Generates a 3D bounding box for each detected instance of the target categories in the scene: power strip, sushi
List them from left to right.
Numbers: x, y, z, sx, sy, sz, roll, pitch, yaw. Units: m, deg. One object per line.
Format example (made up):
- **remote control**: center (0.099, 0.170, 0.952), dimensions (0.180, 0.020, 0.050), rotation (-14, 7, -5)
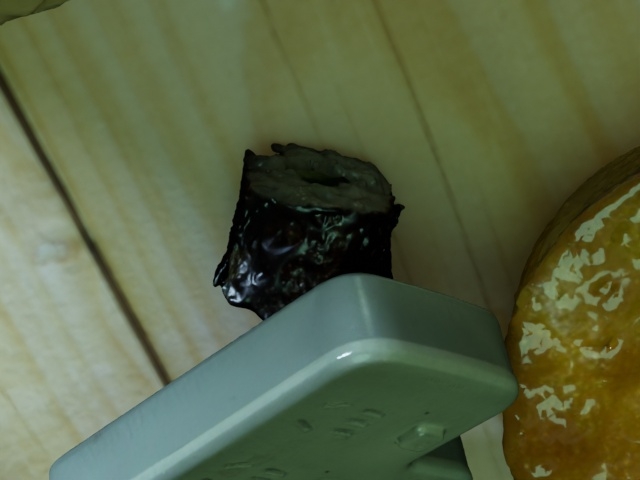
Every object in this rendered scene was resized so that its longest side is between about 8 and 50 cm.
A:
- **sushi**: center (-0.002, 0.000, 0.726), dimensions (0.098, 0.094, 0.084), rotation (14, 109, -1)
- **power strip**: center (-0.002, 0.113, 0.743), dimensions (0.194, 0.059, 0.265), rotation (17, 139, -40)

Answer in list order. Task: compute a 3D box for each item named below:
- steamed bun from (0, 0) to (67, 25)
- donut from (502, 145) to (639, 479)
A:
- **steamed bun**: center (-0.189, -0.231, 0.549), dimensions (0.372, 0.230, 0.324), rotation (-22, 82, 15)
- **donut**: center (0.244, 0.061, 0.749), dimensions (0.303, 0.110, 0.302), rotation (0, 111, 1)
